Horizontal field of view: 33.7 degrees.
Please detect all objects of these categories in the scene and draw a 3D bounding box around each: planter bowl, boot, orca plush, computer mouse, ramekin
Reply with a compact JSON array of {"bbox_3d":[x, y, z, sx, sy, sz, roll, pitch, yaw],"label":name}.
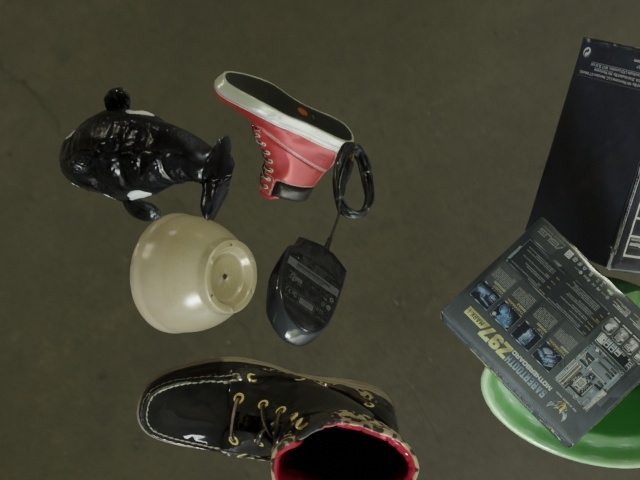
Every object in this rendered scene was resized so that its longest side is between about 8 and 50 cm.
[{"bbox_3d":[-0.153,0.046,1.388,0.109,0.162,0.162,3,68,39],"label":"planter bowl"},{"bbox_3d":[-0.059,0.257,1.416,0.377,0.284,0.138,9,94,-8],"label":"boot"},{"bbox_3d":[-0.216,-0.071,1.138,0.102,0.151,0.287,-23,36,-38],"label":"orca plush"},{"bbox_3d":[0.000,0.000,1.012,0.041,0.071,0.242,-31,28,46],"label":"computer mouse"},{"bbox_3d":[0.399,0.187,1.541,0.303,0.303,0.148,10,52,21],"label":"ramekin"},{"bbox_3d":[-0.093,-0.155,1.706,0.176,0.244,0.088,-50,26,29],"label":"boot"}]

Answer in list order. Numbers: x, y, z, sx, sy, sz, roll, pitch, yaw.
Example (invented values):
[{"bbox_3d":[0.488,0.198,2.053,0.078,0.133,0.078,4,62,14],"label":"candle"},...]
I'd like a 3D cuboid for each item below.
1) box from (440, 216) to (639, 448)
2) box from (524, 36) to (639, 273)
[{"bbox_3d":[0.295,0.115,1.332,0.183,0.059,0.233,-43,73,-7],"label":"box"},{"bbox_3d":[0.485,-0.109,1.510,0.182,0.296,0.294,29,107,53],"label":"box"}]
